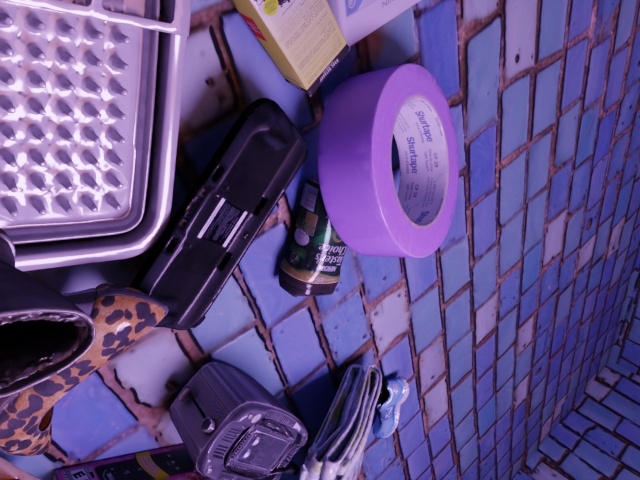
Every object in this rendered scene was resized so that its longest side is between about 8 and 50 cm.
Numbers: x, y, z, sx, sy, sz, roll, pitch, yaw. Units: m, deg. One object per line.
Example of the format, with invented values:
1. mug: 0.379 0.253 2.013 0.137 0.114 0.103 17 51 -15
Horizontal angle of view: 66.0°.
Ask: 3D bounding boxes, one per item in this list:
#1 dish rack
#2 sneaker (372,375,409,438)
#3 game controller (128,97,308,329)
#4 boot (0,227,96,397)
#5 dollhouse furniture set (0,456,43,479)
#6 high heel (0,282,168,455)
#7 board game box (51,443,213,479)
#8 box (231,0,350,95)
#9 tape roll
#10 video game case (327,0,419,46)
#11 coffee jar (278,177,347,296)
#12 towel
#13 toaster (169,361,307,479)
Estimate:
1. dish rack: -0.273 -0.133 0.447 0.286 0.072 0.332 -8 118 -41
2. sneaker: 0.149 0.393 1.169 0.073 0.063 0.162 9 103 -27
3. game controller: -0.127 -0.025 0.630 0.319 0.067 0.166 -58 155 -1
4. boot: -0.283 0.050 0.340 0.190 0.208 0.076 -19 125 -35
5. dollhouse furniture set: -0.434 0.363 0.467 0.259 0.262 0.135 -19 129 4
6. high heel: -0.266 0.159 0.558 0.186 0.093 0.261 -4 130 -20
7. board game box: -0.203 0.406 0.713 0.303 0.224 0.097 11 103 -46
8. box: -0.048 -0.274 0.555 0.087 0.058 0.232 -51 148 -2
9. tape roll: 0.112 -0.112 0.731 0.275 0.090 0.274 -1 92 -52
10. video game case: 0.110 -0.451 0.602 0.300 0.036 0.329 -39 146 -20
11. coffee jar: 0.000 0.000 0.773 0.096 0.079 0.184 1 112 -44
12. towel: 0.030 0.466 0.960 0.320 0.090 0.374 -45 148 -62
13. toaster: -0.125 0.286 0.771 0.129 0.146 0.227 -52 137 -6
